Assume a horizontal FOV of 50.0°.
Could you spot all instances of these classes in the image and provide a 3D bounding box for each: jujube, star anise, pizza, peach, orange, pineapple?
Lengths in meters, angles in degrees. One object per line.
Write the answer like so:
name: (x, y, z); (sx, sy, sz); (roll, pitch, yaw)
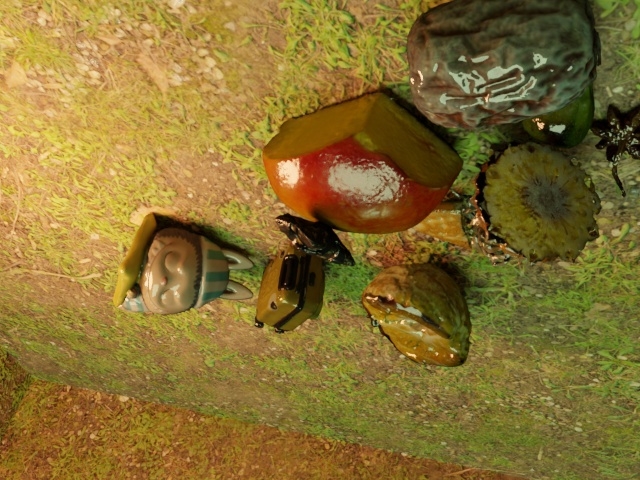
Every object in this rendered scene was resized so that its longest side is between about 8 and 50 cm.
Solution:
jujube: (0.294, -0.298, 1.132); (0.316, 0.226, 0.226); (-5, 141, 21)
star anise: (0.573, -0.170, 1.309); (0.097, 0.070, 0.191); (-13, 125, 21)
pizza: (0.305, -0.040, 1.628); (0.188, 0.062, 0.198); (-4, 149, 48)
peach: (0.087, -0.133, 1.423); (0.380, 0.243, 0.306); (-8, 135, 31)
orange: (0.276, 0.183, 1.816); (0.270, 0.210, 0.369); (19, 153, 40)
pineapple: (0.378, -0.040, 1.387); (0.262, 0.263, 0.272); (19, 163, -5)

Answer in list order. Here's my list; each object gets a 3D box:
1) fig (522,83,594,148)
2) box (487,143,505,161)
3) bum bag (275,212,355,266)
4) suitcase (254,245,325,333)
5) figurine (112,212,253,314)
fig: (0.440, -0.248, 1.246); (0.123, 0.123, 0.156); (17, 109, -1)
box: (0.393, -0.129, 1.459); (0.089, 0.022, 0.156); (25, 145, 23)
bum bag: (0.001, 0.000, 1.411); (0.102, 0.069, 0.248); (25, -176, 31)
suitcase: (-0.081, 0.143, 1.933); (0.143, 0.194, 0.235); (20, 147, -21)
figurine: (-0.390, 0.137, 1.999); (0.377, 0.267, 0.361); (22, 152, -8)
